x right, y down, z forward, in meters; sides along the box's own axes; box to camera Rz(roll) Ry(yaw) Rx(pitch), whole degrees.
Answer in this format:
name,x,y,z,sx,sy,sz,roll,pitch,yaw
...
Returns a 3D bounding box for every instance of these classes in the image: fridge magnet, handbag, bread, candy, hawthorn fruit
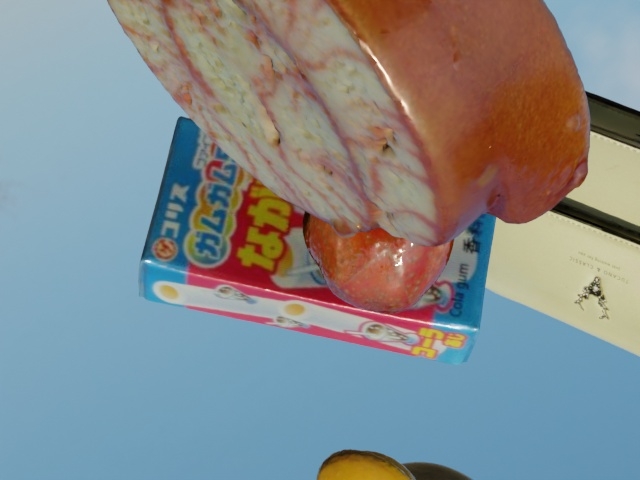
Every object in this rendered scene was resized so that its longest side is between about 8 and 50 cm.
name,x,y,z,sx,sy,sz,roll,pitch,yaw
fridge magnet,0.060,0.290,1.735,0.143,0.143,0.063,-9,-158,39
handbag,0.337,0.001,1.648,0.358,0.237,0.160,25,-151,35
bread,-0.010,-0.138,0.900,0.114,0.295,0.327,-42,-152,-17
candy,0.000,0.000,1.405,0.305,0.100,0.157,12,-114,1
hawthorn fruit,0.046,-0.011,1.151,0.128,0.128,0.128,-23,-161,8

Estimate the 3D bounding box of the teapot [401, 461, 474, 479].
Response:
name,x,y,z,sx,sy,sz,roll,pitch,yaw
teapot,0.070,0.441,1.962,0.300,0.253,0.344,-22,177,27
